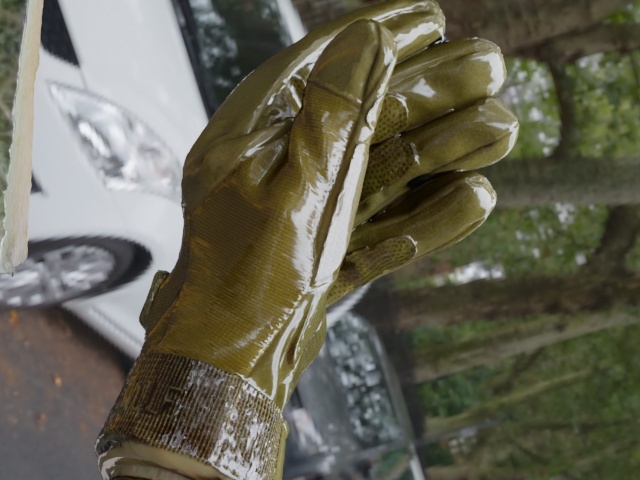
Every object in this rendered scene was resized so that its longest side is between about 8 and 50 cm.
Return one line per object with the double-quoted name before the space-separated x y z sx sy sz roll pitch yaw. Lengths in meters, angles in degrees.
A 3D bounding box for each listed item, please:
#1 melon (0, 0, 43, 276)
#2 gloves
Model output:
"melon" -0.090 -0.079 0.349 0.098 0.054 0.182 -47 147 -82
"gloves" -0.013 0.001 0.670 0.154 0.141 0.331 43 64 -37
